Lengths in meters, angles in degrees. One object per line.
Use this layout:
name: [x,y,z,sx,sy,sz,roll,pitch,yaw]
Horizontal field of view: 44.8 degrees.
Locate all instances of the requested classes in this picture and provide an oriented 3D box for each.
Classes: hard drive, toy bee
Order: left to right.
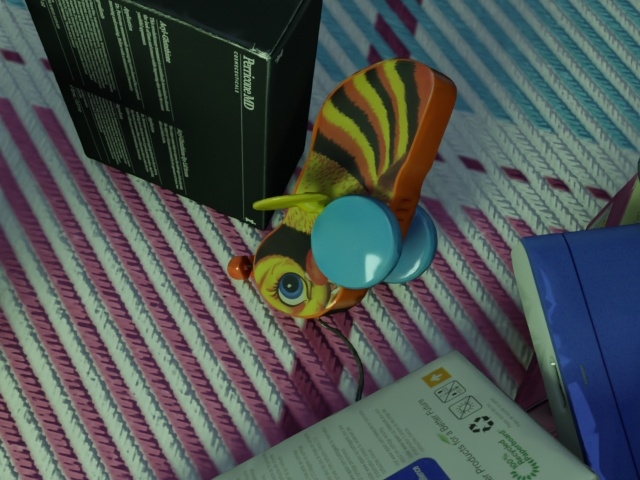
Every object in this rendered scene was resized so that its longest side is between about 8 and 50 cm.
toy bee: [0.000,0.000,0.618,0.162,0.195,0.298,13,75,27]
hard drive: [0.315,0.080,0.545,0.318,0.040,0.210,-7,67,-7]

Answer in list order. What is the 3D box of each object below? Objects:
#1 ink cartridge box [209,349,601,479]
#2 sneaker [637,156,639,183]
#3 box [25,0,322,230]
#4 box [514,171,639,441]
ink cartridge box: [-0.026,0.205,0.483,0.371,0.176,0.069,-24,112,-9]
sneaker: [0.336,0.007,0.499,0.153,0.099,0.282,-32,65,-21]
box: [-0.104,-0.131,0.607,0.184,0.261,0.103,25,67,5]
box: [0.310,0.101,0.622,0.243,0.117,0.213,26,67,8]
